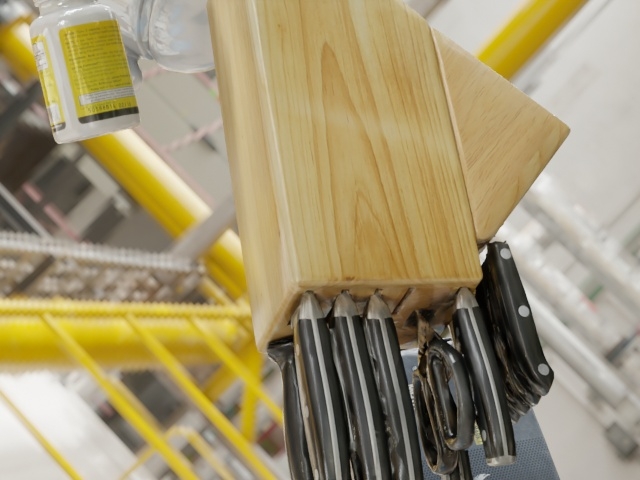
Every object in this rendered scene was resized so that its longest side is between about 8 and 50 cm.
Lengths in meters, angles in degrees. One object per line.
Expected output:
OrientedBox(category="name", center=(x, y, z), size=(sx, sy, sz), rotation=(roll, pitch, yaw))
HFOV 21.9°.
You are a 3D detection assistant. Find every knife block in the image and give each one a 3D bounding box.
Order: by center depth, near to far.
OrientedBox(category="knife block", center=(0.000, 0.000, 0.817), size=(0.242, 0.276, 0.088), rotation=(-49, -6, -30))

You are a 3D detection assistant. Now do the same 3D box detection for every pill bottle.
OrientedBox(category="pill bottle", center=(-0.172, -0.132, 1.185), size=(0.065, 0.116, 0.065), rotation=(-13, 4, 1))

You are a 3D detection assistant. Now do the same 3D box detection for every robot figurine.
OrientedBox(category="robot figurine", center=(-0.201, -0.319, 1.909), size=(0.300, 0.353, 0.200), rotation=(-65, -17, 5))

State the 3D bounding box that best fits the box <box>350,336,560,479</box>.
OrientedBox(category="box", center=(0.120, 0.205, 1.590), size=(0.183, 0.232, 0.059), rotation=(-10, -38, -9))
